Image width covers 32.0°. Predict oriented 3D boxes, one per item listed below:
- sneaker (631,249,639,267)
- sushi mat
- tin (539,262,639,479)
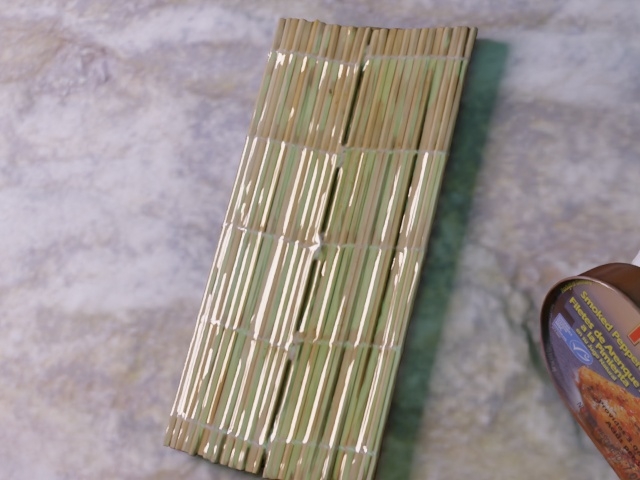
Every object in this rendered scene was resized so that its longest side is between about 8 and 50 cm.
[{"bbox_3d":[0.264,0.061,0.593,0.232,0.090,0.115,37,97,35],"label":"sneaker"},{"bbox_3d":[0.000,0.000,0.741,0.151,0.019,0.317,10,79,22],"label":"sushi mat"},{"bbox_3d":[0.188,0.095,0.594,0.040,0.106,0.190,-23,64,-21],"label":"tin"}]
